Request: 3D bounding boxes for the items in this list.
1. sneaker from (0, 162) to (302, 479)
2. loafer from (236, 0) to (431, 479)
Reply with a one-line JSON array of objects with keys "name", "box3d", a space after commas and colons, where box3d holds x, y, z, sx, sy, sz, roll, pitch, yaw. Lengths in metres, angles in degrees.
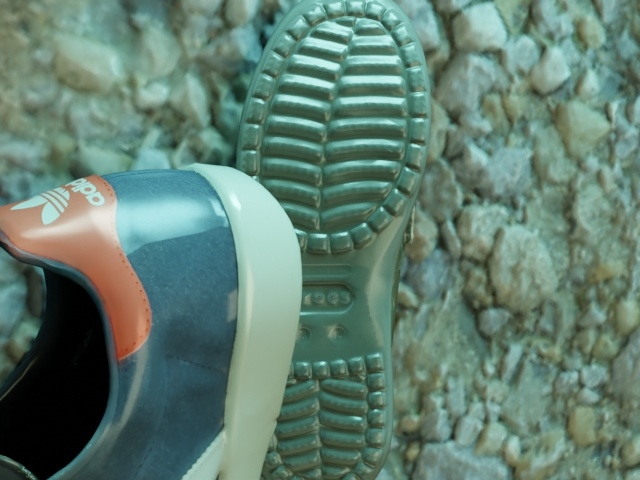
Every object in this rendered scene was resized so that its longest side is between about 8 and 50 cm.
[{"name": "sneaker", "box3d": [-0.105, 0.139, 0.631, 0.148, 0.131, 0.350, -2, 99, -30]}, {"name": "loafer", "box3d": [0.000, 0.000, 0.699, 0.094, 0.087, 0.251, 7, 90, -3]}]
